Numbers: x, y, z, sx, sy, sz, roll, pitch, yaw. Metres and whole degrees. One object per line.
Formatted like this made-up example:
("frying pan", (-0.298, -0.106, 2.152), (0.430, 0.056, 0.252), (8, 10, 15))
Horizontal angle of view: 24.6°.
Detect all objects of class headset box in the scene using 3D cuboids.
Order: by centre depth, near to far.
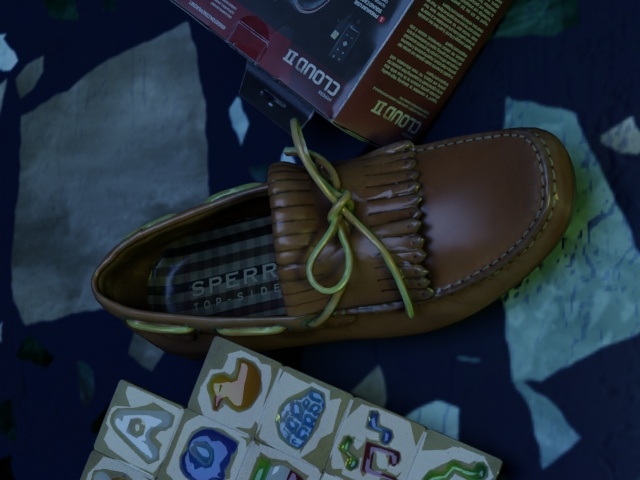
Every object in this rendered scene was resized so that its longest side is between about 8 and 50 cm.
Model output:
("headset box", (0.032, -0.219, 1.109), (0.218, 0.110, 0.293), (39, 100, 36))

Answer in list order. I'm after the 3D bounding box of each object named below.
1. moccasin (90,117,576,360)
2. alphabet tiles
("moccasin", (0.000, -0.003, 1.050), (0.380, 0.147, 0.139), (-9, 73, 33))
("alphabet tiles", (-0.029, 0.240, 1.028), (0.342, 0.011, 0.285), (22, 91, 19))
